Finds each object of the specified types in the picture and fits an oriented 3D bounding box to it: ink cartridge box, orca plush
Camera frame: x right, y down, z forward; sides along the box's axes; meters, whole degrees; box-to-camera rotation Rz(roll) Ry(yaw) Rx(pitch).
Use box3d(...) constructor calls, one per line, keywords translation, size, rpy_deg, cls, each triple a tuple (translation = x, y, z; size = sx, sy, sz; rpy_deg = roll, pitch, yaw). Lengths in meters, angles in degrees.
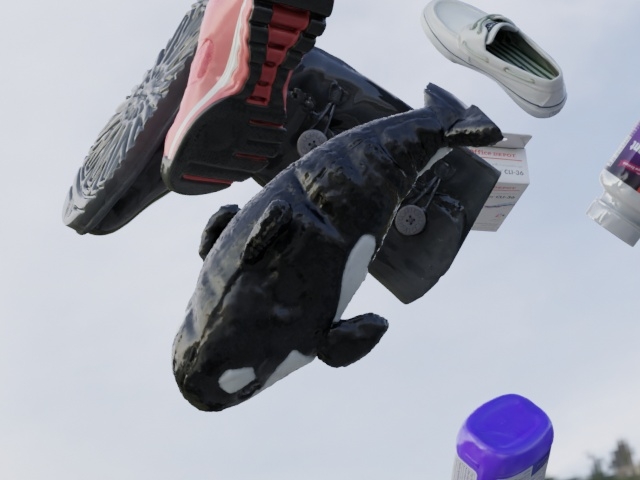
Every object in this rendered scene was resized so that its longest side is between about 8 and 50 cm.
box3d(translation=(0.239, -0.088, 2.179), size=(0.115, 0.067, 0.198), rpy_deg=(3, -28, -12), cls="ink cartridge box")
box3d(translation=(0.000, 0.000, 0.988), size=(0.287, 0.151, 0.102), rpy_deg=(-33, -17, 3), cls="orca plush")

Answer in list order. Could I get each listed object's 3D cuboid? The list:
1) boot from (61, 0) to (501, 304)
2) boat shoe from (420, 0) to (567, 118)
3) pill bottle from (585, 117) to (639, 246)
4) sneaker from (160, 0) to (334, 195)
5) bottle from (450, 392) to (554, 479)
box3d(translation=(-0.043, -0.057, 1.810), size=(0.445, 0.146, 0.367), rpy_deg=(34, -82, -25), cls="boot")
box3d(translation=(0.216, -0.243, 1.774), size=(0.083, 0.226, 0.076), rpy_deg=(-42, -25, -23), cls="boat shoe")
box3d(translation=(0.440, -0.092, 1.930), size=(0.108, 0.108, 0.193), rpy_deg=(24, -77, -49), cls="pill bottle")
box3d(translation=(-0.089, -0.192, 1.594), size=(0.116, 0.136, 0.314), rpy_deg=(13, -62, -33), cls="sneaker")
box3d(translation=(0.208, 0.314, 1.743), size=(0.118, 0.092, 0.283), rpy_deg=(-29, -41, -31), cls="bottle")
